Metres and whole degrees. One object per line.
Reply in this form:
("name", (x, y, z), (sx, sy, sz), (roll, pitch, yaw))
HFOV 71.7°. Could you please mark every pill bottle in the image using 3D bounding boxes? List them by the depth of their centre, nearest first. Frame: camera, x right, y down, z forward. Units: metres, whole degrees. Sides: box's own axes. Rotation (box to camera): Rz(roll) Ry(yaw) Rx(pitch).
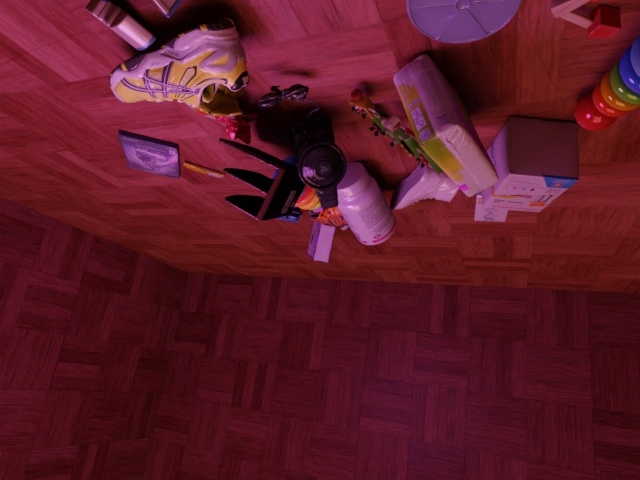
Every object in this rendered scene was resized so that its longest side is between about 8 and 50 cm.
("pill bottle", (0.145, -0.127, 1.544), (0.160, 0.160, 0.283), (-3, 141, 32))

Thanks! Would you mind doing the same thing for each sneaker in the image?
("sneaker", (-0.332, -0.365, 1.007), (0.385, 0.145, 0.147), (-6, 119, 34))
("sneaker", (0.364, -0.160, 1.533), (0.169, 0.108, 0.292), (15, 161, -12))
("sneaker", (0.046, -0.117, 1.788), (0.180, 0.124, 0.321), (9, 163, -7))

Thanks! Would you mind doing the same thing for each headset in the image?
("headset", (-0.040, -0.248, 1.216), (0.185, 0.243, 0.394), (-15, 142, -2))

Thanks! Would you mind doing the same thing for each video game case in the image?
("video game case", (-0.623, -0.310, 1.636), (0.196, 0.026, 0.274), (12, 162, -13))

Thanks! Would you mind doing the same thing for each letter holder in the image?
("letter holder", (-0.185, -0.178, 1.284), (0.214, 0.152, 0.302), (28, -169, 7))

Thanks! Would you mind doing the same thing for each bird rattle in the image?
("bird rattle", (-0.274, -0.373, 1.187), (0.207, 0.143, 0.253), (20, 176, 1))

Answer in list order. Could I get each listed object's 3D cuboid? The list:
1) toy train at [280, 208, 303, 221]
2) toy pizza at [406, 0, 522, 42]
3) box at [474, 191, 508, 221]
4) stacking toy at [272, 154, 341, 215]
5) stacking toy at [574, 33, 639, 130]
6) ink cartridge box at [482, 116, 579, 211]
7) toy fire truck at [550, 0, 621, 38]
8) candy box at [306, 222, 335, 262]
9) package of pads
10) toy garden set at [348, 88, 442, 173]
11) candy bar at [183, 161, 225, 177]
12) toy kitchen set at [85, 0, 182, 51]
("toy train", (-0.170, -0.128, 1.938), (0.184, 0.080, 0.105), (12, 169, -12))
("toy pizza", (0.258, -0.438, 0.799), (0.201, 0.032, 0.201), (8, 163, 3))
("box", (0.565, -0.151, 1.453), (0.103, 0.114, 0.203), (4, 162, 18))
("stacking toy", (-0.020, -0.162, 1.581), (0.175, 0.165, 0.302), (-15, 150, 43))
("stacking toy", (0.625, -0.322, 0.881), (0.141, 0.141, 0.330), (8, 170, 0))
("ink cartridge box", (0.561, -0.198, 1.210), (0.171, 0.168, 0.232), (6, 164, 5))
("toy fire truck", (0.442, -0.419, 0.751), (0.192, 0.047, 0.135), (9, 164, -1))
("candy box", (0.000, 0.000, 2.026), (0.070, 0.164, 0.196), (11, -174, -12))
("package of pads", (0.296, -0.262, 1.028), (0.101, 0.229, 0.296), (-28, 148, 26))
("toy garden set", (0.178, -0.267, 1.107), (0.244, 0.049, 0.204), (48, -169, 37))
("candy bar", (-0.445, -0.269, 1.698), (0.161, 0.018, 0.040), (15, 165, -23))
("toy kitchen set", (-0.352, -0.477, 0.906), (0.207, 0.166, 0.122), (41, -174, 37))
